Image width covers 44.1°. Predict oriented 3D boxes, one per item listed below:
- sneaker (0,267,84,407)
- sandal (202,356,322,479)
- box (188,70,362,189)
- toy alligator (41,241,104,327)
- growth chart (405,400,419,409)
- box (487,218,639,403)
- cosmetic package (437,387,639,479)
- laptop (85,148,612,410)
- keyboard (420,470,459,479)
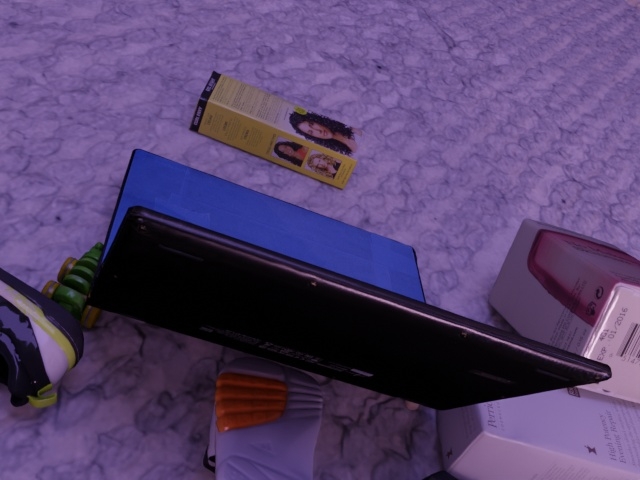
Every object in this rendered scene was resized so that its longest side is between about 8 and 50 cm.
[{"bbox_3d":[-0.316,0.064,0.675,0.235,0.084,0.097,26,48,8],"label":"sneaker"},{"bbox_3d":[-0.057,0.192,0.676,0.102,0.076,0.265,18,23,-7],"label":"sandal"},{"bbox_3d":[-0.059,-0.155,1.107,0.232,0.058,0.087,20,38,-8],"label":"box"},{"bbox_3d":[-0.228,0.029,0.795,0.056,0.051,0.189,25,37,-3],"label":"toy alligator"},{"bbox_3d":[0.033,0.085,0.909,0.237,0.021,0.172,33,38,8],"label":"growth chart"},{"bbox_3d":[0.326,0.079,0.936,0.148,0.127,0.232,15,15,-16],"label":"box"},{"bbox_3d":[0.246,0.208,0.839,0.231,0.085,0.117,18,37,-14],"label":"cosmetic package"},{"bbox_3d":[0.000,0.000,0.765,0.382,0.408,0.236,19,68,-16],"label":"laptop"},{"bbox_3d":[0.180,0.343,0.665,0.317,0.033,0.201,34,43,17],"label":"keyboard"}]
